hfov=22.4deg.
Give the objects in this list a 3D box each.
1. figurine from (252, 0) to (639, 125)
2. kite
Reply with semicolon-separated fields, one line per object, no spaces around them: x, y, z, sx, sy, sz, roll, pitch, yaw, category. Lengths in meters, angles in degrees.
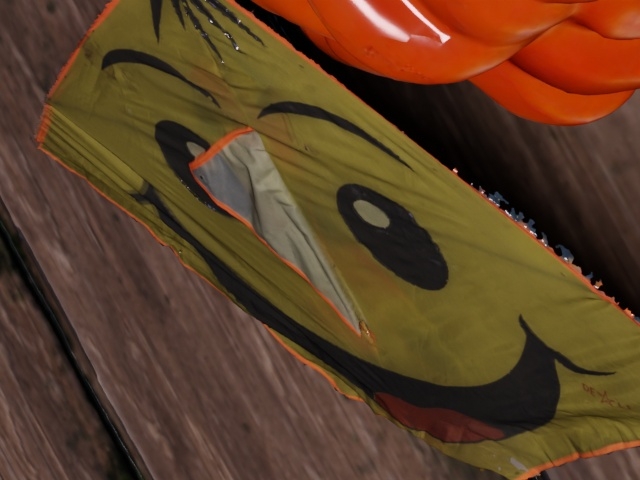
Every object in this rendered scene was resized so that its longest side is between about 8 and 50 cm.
0.010;-0.236;0.547;0.412;0.241;0.306;40;112;30;figurine
0.001;-0.002;0.650;0.378;0.013;0.327;20;153;37;kite
